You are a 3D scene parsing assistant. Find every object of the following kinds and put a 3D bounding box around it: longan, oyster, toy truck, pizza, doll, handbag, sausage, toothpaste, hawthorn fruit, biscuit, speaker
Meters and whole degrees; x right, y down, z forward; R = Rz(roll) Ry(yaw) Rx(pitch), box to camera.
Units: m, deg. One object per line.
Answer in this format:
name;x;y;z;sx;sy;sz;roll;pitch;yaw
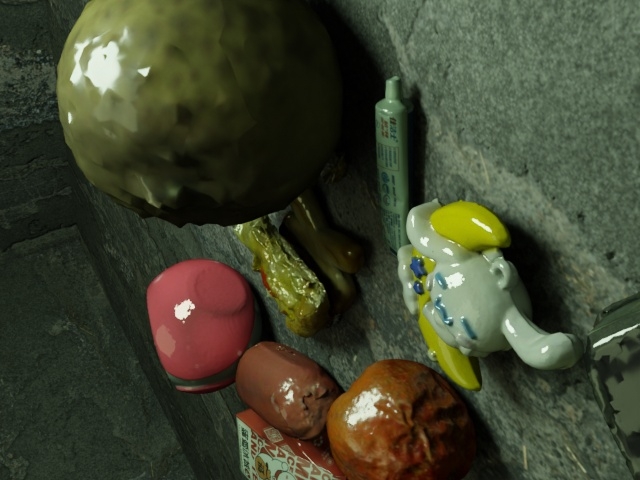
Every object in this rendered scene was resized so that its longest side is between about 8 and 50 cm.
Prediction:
longan;-0.156;-0.191;0.968;0.391;0.391;0.391;41;141;44
oyster;0.021;-0.112;1.067;0.093;0.034;0.051;-157;68;-69
toy truck;0.024;0.124;1.225;0.032;0.024;0.083;60;151;25
pizza;-0.084;0.049;1.242;0.287;0.075;0.280;56;165;15
doll;0.173;0.064;0.815;0.252;0.111;0.237;68;153;23
handbag;-0.044;0.464;1.450;0.298;0.151;0.171;27;125;49
sausage;-0.068;0.293;1.377;0.280;0.152;0.152;20;125;56
toothpaste;0.099;-0.085;0.922;0.069;0.047;0.268;20;130;33
hawthorn fruit;0.134;0.288;0.963;0.243;0.207;0.207;41;141;37
biscuit;0.000;0.001;1.162;0.208;0.047;0.164;52;151;30
speaker;-0.261;0.191;1.537;0.294;0.294;0.294;41;141;44

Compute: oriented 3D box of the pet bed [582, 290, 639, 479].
pet bed;0.328;0.129;0.543;0.183;0.159;0.210;-31;80;36
